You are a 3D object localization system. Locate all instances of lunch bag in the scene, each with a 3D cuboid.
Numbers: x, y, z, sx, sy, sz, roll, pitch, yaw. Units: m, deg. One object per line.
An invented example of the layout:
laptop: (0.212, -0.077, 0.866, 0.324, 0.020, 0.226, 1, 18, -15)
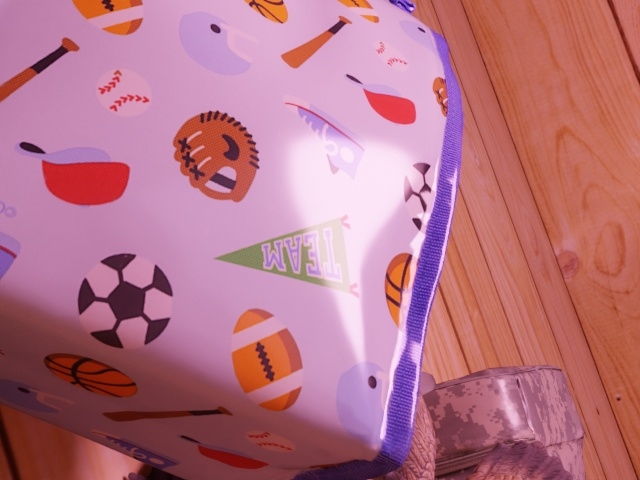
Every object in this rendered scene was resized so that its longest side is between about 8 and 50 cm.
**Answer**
lunch bag: (0.214, 0.302, 1.253, 0.305, 0.212, 0.256, 15, 56, -62)
lunch bag: (-0.089, -0.066, 0.664, 0.327, 0.239, 0.386, 27, 59, -21)

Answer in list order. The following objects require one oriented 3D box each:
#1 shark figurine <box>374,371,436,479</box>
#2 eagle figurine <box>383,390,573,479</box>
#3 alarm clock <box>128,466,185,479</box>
shark figurine: (0.057, 0.260, 1.055, 0.166, 0.116, 0.278, -51, 144, -80)
eagle figurine: (0.090, 0.266, 0.907, 0.225, 0.298, 0.226, 32, -12, 29)
alarm clock: (-0.080, 0.236, 0.838, 0.192, 0.064, 0.129, 52, 29, -34)
